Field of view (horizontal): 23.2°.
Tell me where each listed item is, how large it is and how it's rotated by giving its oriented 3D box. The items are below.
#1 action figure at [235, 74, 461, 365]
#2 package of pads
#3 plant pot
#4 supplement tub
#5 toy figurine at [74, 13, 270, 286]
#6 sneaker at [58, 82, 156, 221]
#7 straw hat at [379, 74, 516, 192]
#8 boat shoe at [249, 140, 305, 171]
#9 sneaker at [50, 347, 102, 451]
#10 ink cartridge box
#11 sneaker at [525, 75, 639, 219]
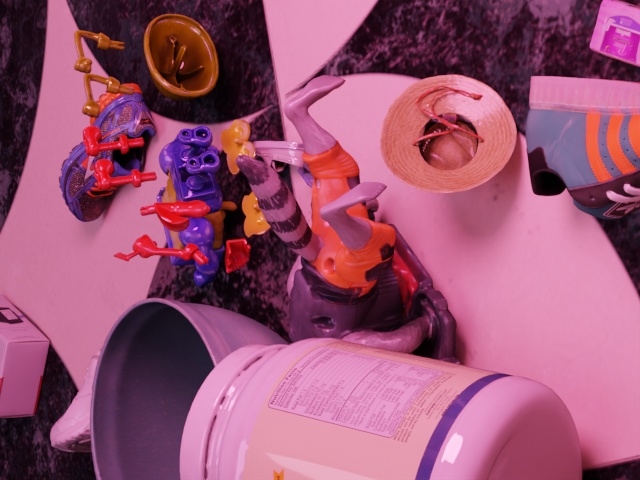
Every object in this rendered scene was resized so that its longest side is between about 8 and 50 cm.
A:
[{"bbox_3d":[0.000,0.000,1.611,0.341,0.178,0.330,-127,23,-45],"label":"action figure"},{"bbox_3d":[0.281,-0.181,1.383,0.083,0.032,0.050,30,112,49],"label":"package of pads"},{"bbox_3d":[-0.103,0.209,1.751,0.293,0.196,0.293,-1,89,54],"label":"plant pot"},{"bbox_3d":[0.053,0.219,1.458,0.325,0.235,0.235,9,96,37],"label":"supplement tub"},{"bbox_3d":[-0.187,-0.068,1.885,0.217,0.191,0.362,100,155,-56],"label":"toy figurine"},{"bbox_3d":[-0.286,-0.104,2.101,0.087,0.083,0.221,52,132,30],"label":"sneaker"},{"bbox_3d":[0.129,-0.090,1.554,0.061,0.144,0.144,76,168,-57],"label":"straw hat"},{"bbox_3d":[-0.053,-0.098,1.826,0.100,0.035,0.035,4,90,46],"label":"boat shoe"},{"bbox_3d":[-0.290,0.208,2.106,0.232,0.090,0.115,-36,54,36],"label":"sneaker"},{"bbox_3d":[-0.490,0.174,2.369,0.175,0.072,0.127,33,116,48],"label":"ink cartridge box"},{"bbox_3d":[0.284,-0.073,1.326,0.302,0.108,0.121,17,104,60],"label":"sneaker"}]
